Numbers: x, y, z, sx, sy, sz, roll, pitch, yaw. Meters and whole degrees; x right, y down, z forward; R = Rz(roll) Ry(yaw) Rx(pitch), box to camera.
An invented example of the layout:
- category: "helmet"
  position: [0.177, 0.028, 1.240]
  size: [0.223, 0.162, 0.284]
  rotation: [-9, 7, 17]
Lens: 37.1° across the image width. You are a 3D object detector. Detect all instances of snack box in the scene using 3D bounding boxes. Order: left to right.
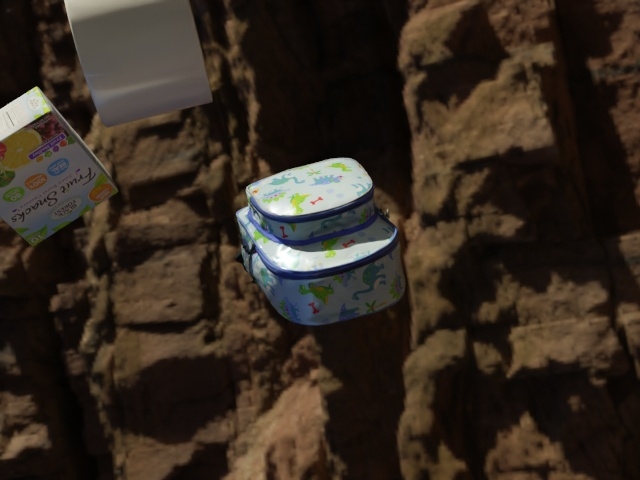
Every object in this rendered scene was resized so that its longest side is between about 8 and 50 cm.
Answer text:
- category: "snack box"
  position: [-0.261, -0.064, 0.871]
  size: [0.037, 0.100, 0.141]
  rotation: [56, 176, 30]

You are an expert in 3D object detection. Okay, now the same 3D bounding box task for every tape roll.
- category: "tape roll"
  position: [-0.269, -0.305, 1.420]
  size: [0.246, 0.169, 0.246]
  rotation: [166, 90, -84]

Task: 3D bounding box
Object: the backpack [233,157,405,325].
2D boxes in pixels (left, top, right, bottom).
- category: "backpack"
  position: [0.000, 0.000, 0.645]
  size: [0.114, 0.105, 0.084]
  rotation: [-125, 23, -55]
